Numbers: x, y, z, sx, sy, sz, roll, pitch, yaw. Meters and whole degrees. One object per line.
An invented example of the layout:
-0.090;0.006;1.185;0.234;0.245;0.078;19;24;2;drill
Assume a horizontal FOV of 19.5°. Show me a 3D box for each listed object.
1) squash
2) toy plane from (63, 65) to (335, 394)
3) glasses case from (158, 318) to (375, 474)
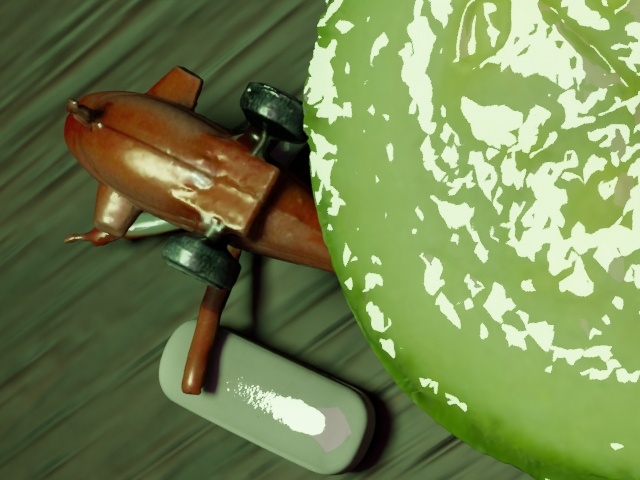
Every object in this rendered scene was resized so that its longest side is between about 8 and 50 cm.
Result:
0.096;-0.034;0.488;0.219;0.041;0.219;3;96;34;squash
-0.005;0.007;0.604;0.126;0.077;0.194;-44;69;4;toy plane
-0.019;0.053;0.638;0.083;0.021;0.032;22;94;27;glasses case
